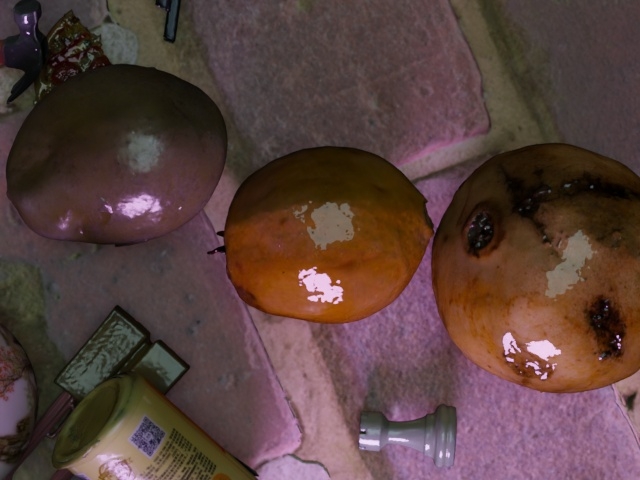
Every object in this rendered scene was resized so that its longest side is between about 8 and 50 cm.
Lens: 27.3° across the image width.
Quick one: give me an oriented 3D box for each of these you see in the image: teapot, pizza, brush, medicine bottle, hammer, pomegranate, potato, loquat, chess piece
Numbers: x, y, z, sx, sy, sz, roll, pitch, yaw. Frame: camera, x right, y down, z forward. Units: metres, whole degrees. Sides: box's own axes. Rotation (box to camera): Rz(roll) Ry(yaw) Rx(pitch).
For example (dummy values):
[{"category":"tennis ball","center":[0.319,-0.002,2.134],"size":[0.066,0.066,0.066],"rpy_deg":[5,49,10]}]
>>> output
[{"category":"teapot","center":[-0.389,0.152,1.312],"size":[0.204,0.139,0.298],"rpy_deg":[-13,89,-3]},{"category":"pizza","center":[-0.263,-0.198,1.400],"size":[0.100,0.029,0.099],"rpy_deg":[-10,88,-7]},{"category":"brush","center":[-0.251,0.188,1.375],"size":[0.103,0.047,0.233],"rpy_deg":[41,89,-2]},{"category":"medicine bottle","center":[-0.145,0.244,1.322],"size":[0.124,0.124,0.239],"rpy_deg":[-48,114,-7]},{"category":"hammer","center":[-0.425,-0.195,1.359],"size":[0.287,0.033,0.111],"rpy_deg":[1,130,0]},{"category":"pomegranate","center":[0.239,0.029,1.350],"size":[0.260,0.260,0.261],"rpy_deg":[0,87,-7]},{"category":"potato","center":[-0.210,-0.084,1.341],"size":[0.235,0.160,0.178],"rpy_deg":[-25,52,6]},{"category":"loquat","center":[0.000,0.000,1.346],"size":[0.234,0.176,0.187],"rpy_deg":[-8,130,2]},{"category":"chess piece","center":[0.093,0.207,1.408],"size":[0.103,0.067,0.067],"rpy_deg":[3,87,2]}]

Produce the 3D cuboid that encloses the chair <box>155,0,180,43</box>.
[{"category":"chair","center":[-0.180,-0.360,1.353],"size":[0.172,0.159,0.247],"rpy_deg":[25,86,-3]}]
